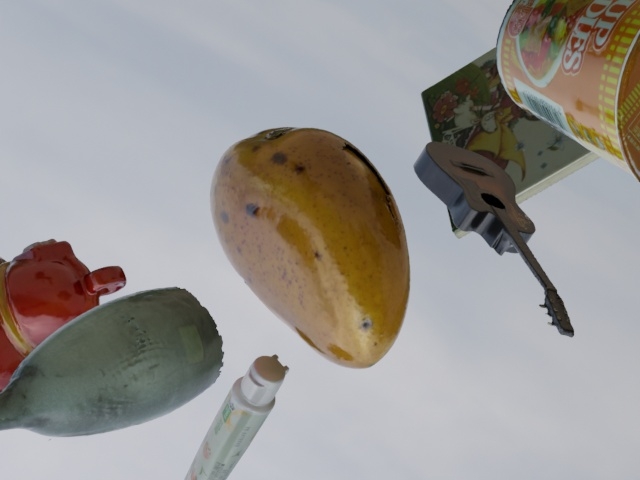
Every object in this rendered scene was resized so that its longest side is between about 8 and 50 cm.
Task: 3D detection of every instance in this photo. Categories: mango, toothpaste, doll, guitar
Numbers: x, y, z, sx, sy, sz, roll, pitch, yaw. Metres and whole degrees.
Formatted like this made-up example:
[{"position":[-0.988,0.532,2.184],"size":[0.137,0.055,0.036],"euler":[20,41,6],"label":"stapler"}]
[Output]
[{"position":[0.000,0.000,1.947],"size":[0.160,0.191,0.290],"euler":[-8,-119,-48],"label":"mango"},{"position":[-0.115,0.240,2.080],"size":[0.056,0.314,0.058],"euler":[43,-136,15],"label":"toothpaste"},{"position":[-0.348,0.091,1.706],"size":[0.182,0.363,0.160],"euler":[30,-140,-75],"label":"doll"},{"position":[0.146,-0.001,1.443],"size":[0.088,0.025,0.233],"euler":[15,-149,-33],"label":"guitar"}]

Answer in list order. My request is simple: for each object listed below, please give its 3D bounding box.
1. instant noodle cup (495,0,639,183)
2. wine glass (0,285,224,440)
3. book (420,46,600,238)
[{"position":[0.227,-0.126,1.344],"size":[0.168,0.168,0.185],"euler":[25,-177,-33],"label":"instant noodle cup"},{"position":[-0.138,0.111,1.202],"size":[0.264,0.096,0.309],"euler":[1,-166,42],"label":"wine glass"},{"position":[0.253,-0.160,1.931],"size":[0.018,0.322,0.228],"euler":[40,-152,-39],"label":"book"}]
